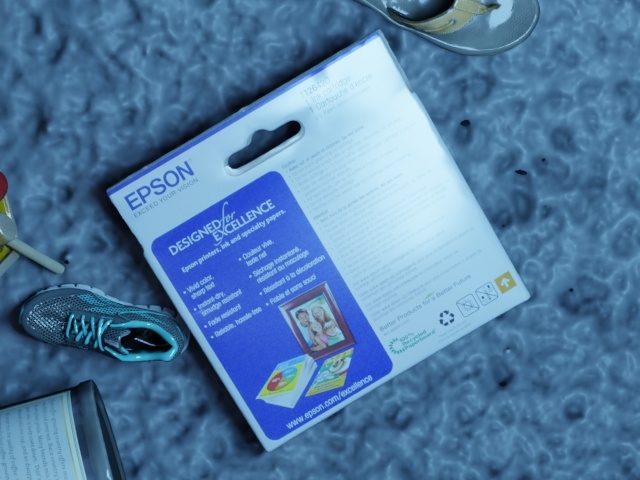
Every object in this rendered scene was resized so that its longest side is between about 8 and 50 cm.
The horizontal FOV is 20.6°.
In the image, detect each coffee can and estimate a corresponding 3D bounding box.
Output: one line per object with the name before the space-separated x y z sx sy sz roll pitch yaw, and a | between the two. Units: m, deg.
coffee can | -0.318 0.262 1.636 0.275 0.201 0.201 -15 103 -5

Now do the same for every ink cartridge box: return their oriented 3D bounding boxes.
ink cartridge box | 0.000 0.000 1.702 0.304 0.072 0.307 -30 102 0

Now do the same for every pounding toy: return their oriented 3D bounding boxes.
pounding toy | -0.314 -0.011 1.630 0.100 0.130 0.141 -12 103 7

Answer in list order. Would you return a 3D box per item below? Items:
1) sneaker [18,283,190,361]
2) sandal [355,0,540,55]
sneaker | -0.205 0.083 1.681 0.167 0.076 0.065 7 99 -9
sandal | 0.105 -0.237 1.670 0.219 0.060 0.090 24 97 -12
